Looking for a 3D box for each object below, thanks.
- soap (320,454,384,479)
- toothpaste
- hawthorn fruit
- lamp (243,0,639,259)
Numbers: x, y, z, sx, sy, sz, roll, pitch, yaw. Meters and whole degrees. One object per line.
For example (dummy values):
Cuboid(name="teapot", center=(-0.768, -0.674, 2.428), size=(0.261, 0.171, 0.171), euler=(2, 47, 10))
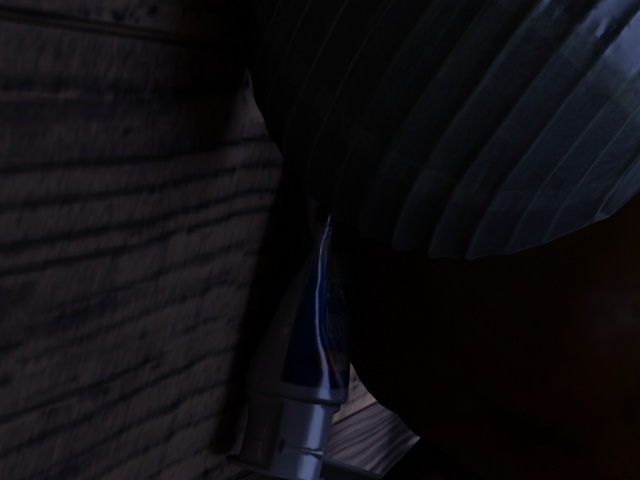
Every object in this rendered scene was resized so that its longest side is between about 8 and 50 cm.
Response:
Cuboid(name="soap", center=(0.100, 0.259, 1.212), size=(0.087, 0.265, 0.160), euler=(-53, 154, -50))
Cuboid(name="toothpaste", center=(0.000, 0.000, 1.022), size=(0.096, 0.061, 0.266), euler=(15, 85, -74))
Cuboid(name="hawthorn fruit", center=(0.180, 0.022, 1.109), size=(0.403, 0.402, 0.403), euler=(16, 90, -74))
Cuboid(name="lamp", center=(0.075, -0.122, 0.830), size=(0.233, 0.233, 0.265), euler=(-59, 180, -42))
